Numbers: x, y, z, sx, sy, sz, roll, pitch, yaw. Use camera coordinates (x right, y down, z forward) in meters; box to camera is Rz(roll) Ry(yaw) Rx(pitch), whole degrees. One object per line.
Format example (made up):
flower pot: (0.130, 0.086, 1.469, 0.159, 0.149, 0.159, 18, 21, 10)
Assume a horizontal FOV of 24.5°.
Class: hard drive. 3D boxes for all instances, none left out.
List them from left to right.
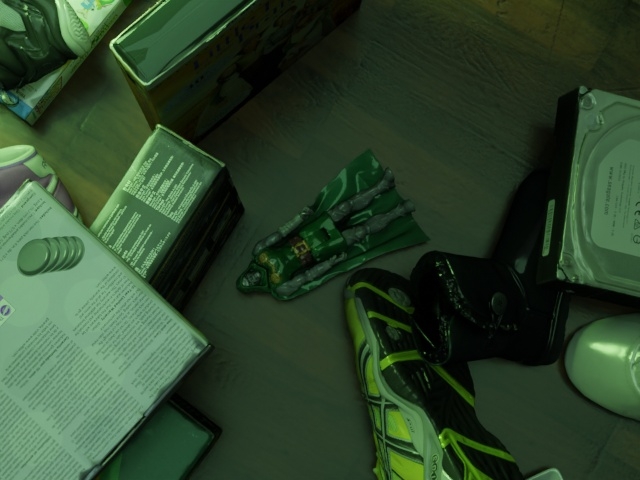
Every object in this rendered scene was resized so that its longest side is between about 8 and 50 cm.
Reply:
hard drive: (0.427, -0.028, 1.727, 0.339, 0.064, 0.236, 14, 76, -17)

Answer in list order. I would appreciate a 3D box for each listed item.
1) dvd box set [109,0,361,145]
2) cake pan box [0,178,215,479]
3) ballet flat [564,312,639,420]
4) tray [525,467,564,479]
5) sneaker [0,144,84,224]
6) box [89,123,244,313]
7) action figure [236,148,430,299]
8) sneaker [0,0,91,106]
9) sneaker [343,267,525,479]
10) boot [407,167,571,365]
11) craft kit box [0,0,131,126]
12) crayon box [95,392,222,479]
dvd box set: (-0.074, -0.239, 1.618, 0.308, 0.420, 0.062, -40, 86, -6)
cake pan box: (-0.278, 0.118, 1.434, 0.246, 0.070, 0.267, 40, 85, 7)
ballet flat: (0.492, 0.174, 1.732, 0.400, 0.139, 0.139, 17, 84, 1)
tray: (0.269, 0.420, 1.750, 0.145, 0.030, 0.270, -23, 85, -4)
sneaker: (-0.419, -0.002, 1.691, 0.282, 0.102, 0.161, -45, 131, -25)
box: (-0.229, 0.086, 1.631, 0.097, 0.318, 0.395, 32, 85, 3)
action figure: (0.000, 0.000, 1.772, 0.232, 0.063, 0.137, -32, 75, -7)
sneaker: (-0.406, -0.281, 1.720, 0.153, 0.101, 0.268, -44, 89, -8)
sneaker: (0.102, 0.211, 1.711, 0.147, 0.145, 0.384, -40, 62, 38)
boot: (0.202, 0.027, 1.708, 0.207, 0.094, 0.246, 8, 87, -42)
craft kit box: (-0.379, -0.311, 1.802, 0.250, 0.061, 0.246, 38, 87, 3)
crayon box: (-0.240, 0.323, 1.662, 0.083, 0.203, 0.323, 38, 85, 2)
